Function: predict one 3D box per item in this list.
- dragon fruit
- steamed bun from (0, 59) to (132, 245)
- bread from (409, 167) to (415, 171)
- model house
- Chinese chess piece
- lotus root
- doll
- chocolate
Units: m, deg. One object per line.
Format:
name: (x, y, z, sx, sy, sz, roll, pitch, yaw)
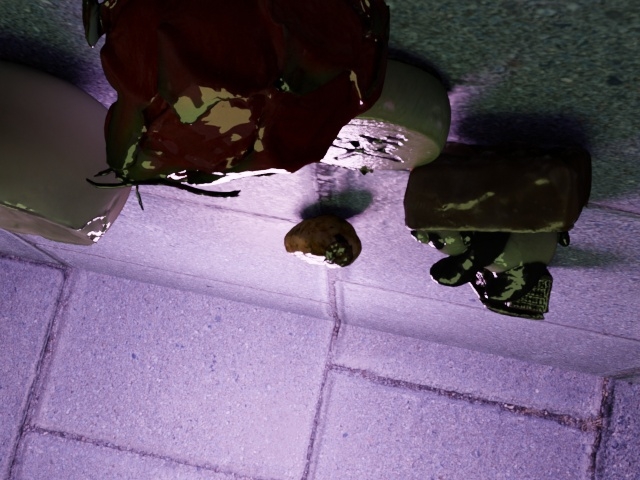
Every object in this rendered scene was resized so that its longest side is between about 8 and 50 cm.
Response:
dragon fruit: (-0.070, -0.138, 0.617, 0.234, 0.233, 0.293, 21, 125, -34)
steamed bun: (-0.416, -0.126, 1.114, 0.324, 0.206, 0.324, 14, 169, 3)
bread: (0.168, -0.086, 1.121, 0.062, 0.103, 0.049, -44, 152, 21)
model house: (0.353, 0.080, 1.516, 0.165, 0.106, 0.152, 7, 169, 3)
Chinese chess piece: (0.049, -0.135, 0.900, 0.189, 0.083, 0.188, 7, 169, 1)
lotus root: (0.000, 0.000, 1.539, 0.110, 0.097, 0.258, 25, 171, -22)
doll: (0.240, -0.007, 1.208, 0.234, 0.143, 0.135, 15, 137, -13)
chocolate: (0.206, -0.068, 0.968, 0.214, 0.093, 0.148, 3, -164, 24)
